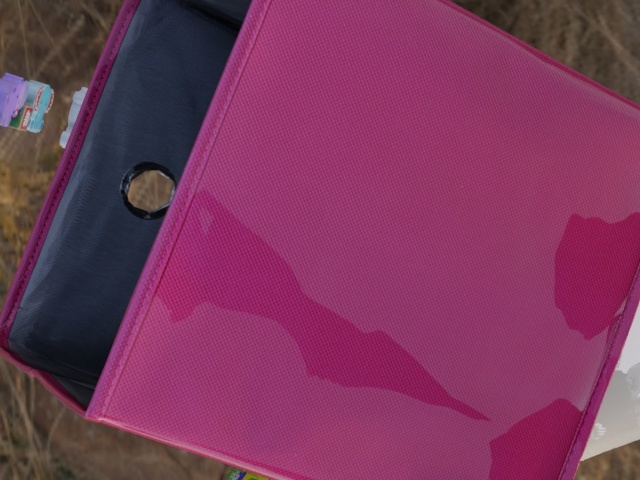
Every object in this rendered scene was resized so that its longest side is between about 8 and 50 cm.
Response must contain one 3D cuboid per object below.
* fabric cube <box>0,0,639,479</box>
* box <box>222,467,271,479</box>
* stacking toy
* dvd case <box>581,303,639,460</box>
[{"bbox_3d":[0.000,0.000,0.785,0.258,0.259,0.254,22,85,-23],"label":"fabric cube"},{"bbox_3d":[0.050,0.314,1.463,0.290,0.279,0.177,-49,137,-29],"label":"box"},{"bbox_3d":[-0.258,-0.122,1.201,0.167,0.221,0.052,18,92,2],"label":"stacking toy"},{"bbox_3d":[0.223,0.091,1.188,0.179,0.029,0.238,-17,124,-15],"label":"dvd case"}]
